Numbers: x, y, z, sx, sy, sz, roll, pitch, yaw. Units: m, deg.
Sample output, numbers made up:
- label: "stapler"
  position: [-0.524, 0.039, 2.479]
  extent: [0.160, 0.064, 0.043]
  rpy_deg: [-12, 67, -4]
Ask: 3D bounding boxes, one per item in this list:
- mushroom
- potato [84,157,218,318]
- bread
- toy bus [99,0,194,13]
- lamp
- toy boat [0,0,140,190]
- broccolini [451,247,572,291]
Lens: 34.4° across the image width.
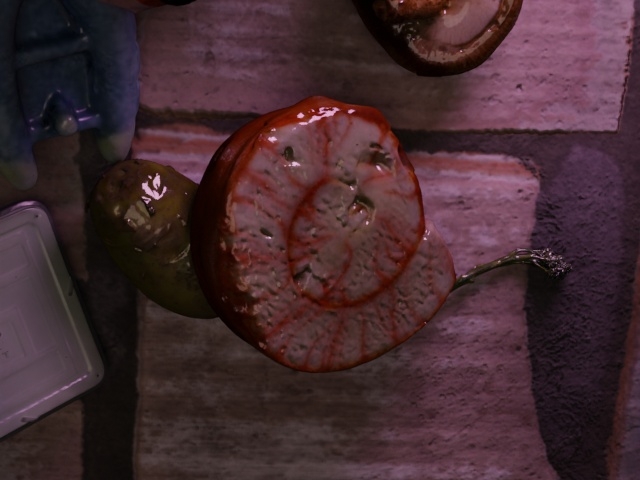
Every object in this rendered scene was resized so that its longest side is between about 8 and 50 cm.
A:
- label: "mushroom"
  position: [0.132, -0.310, 1.221]
  extent: [0.194, 0.138, 0.231]
  rpy_deg: [-33, 117, -9]
- label: "potato"
  position: [-0.181, 0.002, 1.286]
  extent: [0.149, 0.113, 0.251]
  rpy_deg: [-48, 118, 0]
- label: "bread"
  position: [-0.004, -0.001, 1.252]
  extent: [0.295, 0.114, 0.327]
  rpy_deg: [-32, 113, -17]
- label: "toy bus"
  position: [-0.212, -0.374, 1.021]
  extent: [0.147, 0.127, 0.302]
  rpy_deg: [-4, 121, 37]
- label: "lamp"
  position: [-0.415, 0.115, 1.263]
  extent: [0.269, 0.047, 0.266]
  rpy_deg: [-29, 111, -32]
- label: "toy boat"
  position: [-0.296, -0.209, 1.152]
  extent: [0.215, 0.123, 0.330]
  rpy_deg: [-16, 124, -27]
- label: "broccolini"
  position: [0.237, 0.043, 1.375]
  extent: [0.194, 0.054, 0.052]
  rpy_deg: [-12, 76, 6]
